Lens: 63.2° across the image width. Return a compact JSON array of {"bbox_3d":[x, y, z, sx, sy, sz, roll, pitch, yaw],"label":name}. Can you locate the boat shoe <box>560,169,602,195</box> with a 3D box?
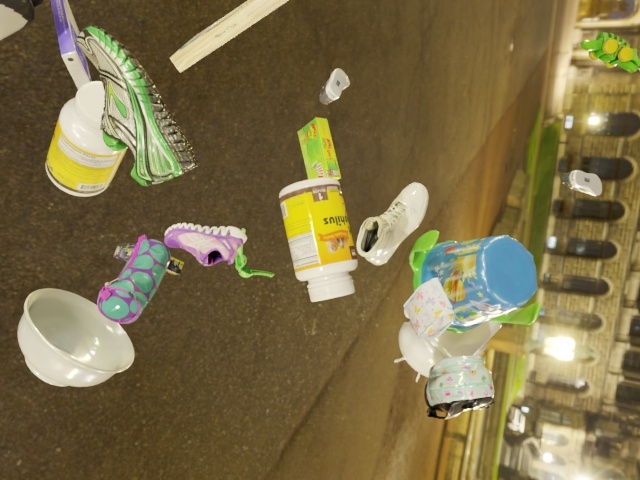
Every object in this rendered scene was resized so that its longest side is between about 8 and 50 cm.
[{"bbox_3d":[0.637,-0.142,1.267,0.142,0.040,0.049,13,83,-36],"label":"boat shoe"}]

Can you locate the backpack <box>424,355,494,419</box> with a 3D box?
[{"bbox_3d":[0.291,0.306,1.093,0.182,0.152,0.115,79,-3,-68],"label":"backpack"}]

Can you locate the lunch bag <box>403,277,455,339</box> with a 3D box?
[{"bbox_3d":[0.185,0.112,0.854,0.083,0.053,0.071,-64,-143,42],"label":"lunch bag"}]

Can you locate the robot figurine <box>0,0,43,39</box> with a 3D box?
[{"bbox_3d":[-0.759,-0.525,1.150,0.278,0.174,0.209,-47,154,-27],"label":"robot figurine"}]

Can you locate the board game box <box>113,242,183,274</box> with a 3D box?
[{"bbox_3d":[-0.556,0.062,1.685,0.170,0.141,0.048,33,62,-44],"label":"board game box"}]

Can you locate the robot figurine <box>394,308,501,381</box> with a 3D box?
[{"bbox_3d":[0.366,0.249,1.479,0.353,0.200,0.300,-45,110,-1],"label":"robot figurine"}]

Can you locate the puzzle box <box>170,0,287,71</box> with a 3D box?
[{"bbox_3d":[-0.236,-0.655,1.528,0.052,0.409,0.272,55,21,-26],"label":"puzzle box"}]

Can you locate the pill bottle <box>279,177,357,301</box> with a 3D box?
[{"bbox_3d":[0.000,0.000,0.957,0.117,0.117,0.214,-1,78,-67],"label":"pill bottle"}]

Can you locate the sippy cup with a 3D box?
[{"bbox_3d":[0.379,0.092,1.242,0.224,0.306,0.239,146,-60,-63],"label":"sippy cup"}]

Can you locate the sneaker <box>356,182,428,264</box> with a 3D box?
[{"bbox_3d":[0.220,-0.060,1.573,0.292,0.108,0.169,-58,156,3],"label":"sneaker"}]

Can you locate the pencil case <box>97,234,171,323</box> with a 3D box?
[{"bbox_3d":[-0.287,0.058,0.812,0.070,0.065,0.151,59,18,-25],"label":"pencil case"}]

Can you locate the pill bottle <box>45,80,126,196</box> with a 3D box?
[{"bbox_3d":[-0.643,-0.282,1.459,0.188,0.334,0.187,20,52,-27],"label":"pill bottle"}]

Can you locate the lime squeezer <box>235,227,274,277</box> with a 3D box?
[{"bbox_3d":[-0.273,0.082,1.975,0.310,0.110,0.058,66,0,-49],"label":"lime squeezer"}]

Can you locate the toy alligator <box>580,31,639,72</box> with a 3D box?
[{"bbox_3d":[0.634,-0.391,1.089,0.056,0.190,0.051,-154,-94,-83],"label":"toy alligator"}]

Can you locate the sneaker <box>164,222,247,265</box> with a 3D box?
[{"bbox_3d":[-0.321,0.017,1.407,0.095,0.237,0.104,61,35,-63],"label":"sneaker"}]

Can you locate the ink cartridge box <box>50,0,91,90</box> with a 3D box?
[{"bbox_3d":[-0.650,-0.530,1.341,0.208,0.045,0.206,117,-44,-67],"label":"ink cartridge box"}]

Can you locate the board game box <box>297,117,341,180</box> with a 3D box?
[{"bbox_3d":[-0.005,-0.244,1.474,0.043,0.092,0.181,-3,74,-40],"label":"board game box"}]

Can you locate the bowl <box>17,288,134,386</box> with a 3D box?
[{"bbox_3d":[-0.630,0.266,1.297,0.134,0.298,0.298,-49,155,4],"label":"bowl"}]

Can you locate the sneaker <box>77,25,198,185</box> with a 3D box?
[{"bbox_3d":[-0.392,-0.267,1.035,0.343,0.146,0.134,60,-3,1],"label":"sneaker"}]

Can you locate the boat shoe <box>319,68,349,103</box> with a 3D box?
[{"bbox_3d":[0.046,-0.564,1.925,0.080,0.076,0.228,45,36,-22],"label":"boat shoe"}]
